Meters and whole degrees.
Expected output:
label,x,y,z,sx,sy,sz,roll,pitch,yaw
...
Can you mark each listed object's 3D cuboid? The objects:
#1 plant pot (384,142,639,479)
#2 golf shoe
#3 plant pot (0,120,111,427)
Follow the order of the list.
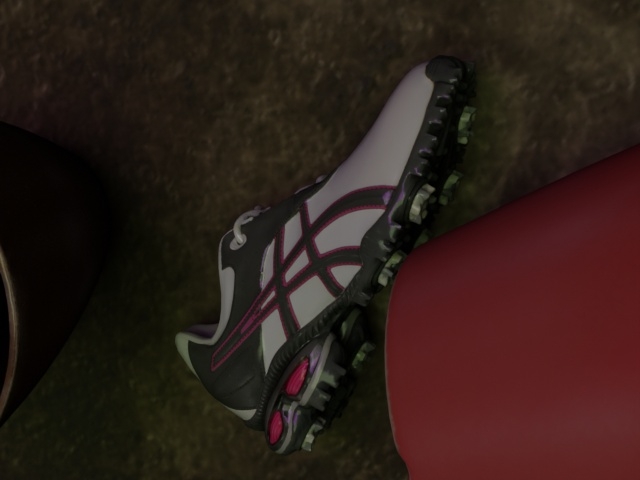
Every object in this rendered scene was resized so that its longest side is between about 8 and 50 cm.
label,x,y,z,sx,sy,sz,roll,pitch,yaw
plant pot,0.181,0.071,0.562,0.243,0.275,0.275,-14,99,26
golf shoe,0.000,0.000,0.667,0.120,0.105,0.273,31,108,13
plant pot,-0.222,0.007,0.655,0.215,0.230,0.216,3,104,14
